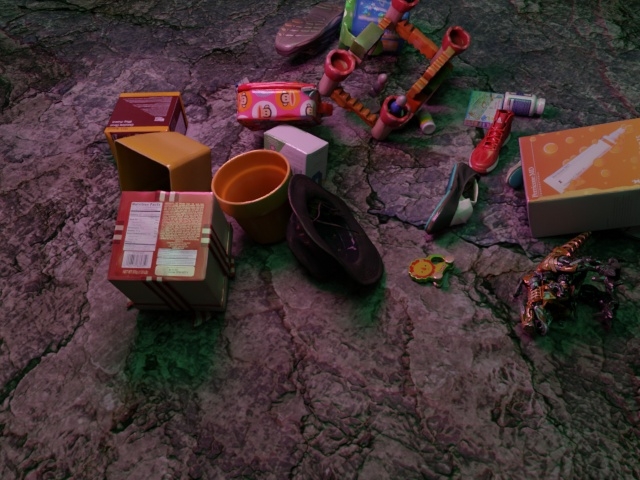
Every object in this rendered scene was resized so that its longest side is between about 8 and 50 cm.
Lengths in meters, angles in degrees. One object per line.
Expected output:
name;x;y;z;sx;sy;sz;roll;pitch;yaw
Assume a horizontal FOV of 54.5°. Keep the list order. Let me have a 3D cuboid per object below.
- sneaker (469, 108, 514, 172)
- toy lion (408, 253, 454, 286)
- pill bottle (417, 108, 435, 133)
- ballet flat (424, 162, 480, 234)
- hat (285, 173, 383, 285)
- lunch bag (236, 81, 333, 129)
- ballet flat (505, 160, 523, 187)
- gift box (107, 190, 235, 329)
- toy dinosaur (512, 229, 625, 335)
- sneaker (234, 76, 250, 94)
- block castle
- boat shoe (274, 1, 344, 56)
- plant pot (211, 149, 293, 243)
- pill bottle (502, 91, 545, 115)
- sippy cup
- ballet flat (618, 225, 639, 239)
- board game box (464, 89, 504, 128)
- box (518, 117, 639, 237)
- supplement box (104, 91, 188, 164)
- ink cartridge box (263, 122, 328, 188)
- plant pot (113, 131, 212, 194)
sneaker;0.495;-0.302;1.797;0.087;0.128;0.221;19;52;19
toy lion;0.273;0.069;1.554;0.096;0.034;0.100;22;53;31
pill bottle;0.326;-0.370;1.926;0.043;0.043;0.083;-8;48;-3
ballet flat;0.367;-0.108;1.664;0.096;0.095;0.280;25;54;9
hat;0.000;0.000;1.542;0.134;0.331;0.331;-39;45;22
lunch bag;-0.094;-0.375;1.762;0.258;0.120;0.293;0;5;2
ballet flat;0.566;-0.197;1.761;0.168;0.057;0.052;-32;26;-27
gift box;-0.352;0.053;1.469;0.255;0.258;0.276;5;69;6
toy dinosaur;0.576;0.089;1.444;0.218;0.164;0.321;12;71;35
sneaker;-0.252;-0.492;2.079;0.058;0.052;0.135;-24;43;-4
block castle;0.235;-0.553;1.892;0.303;0.213;0.453;40;64;-1
boat shoe;-0.030;-0.721;2.207;0.132;0.130;0.355;29;51;22
plant pot;-0.155;-0.099;1.613;0.205;0.188;0.205;-9;45;9
pill bottle;0.632;-0.423;1.935;0.120;0.067;0.067;10;50;13
sippy cup;0.189;-0.758;2.175;0.224;0.240;0.305;10;81;0
ballet flat;0.867;-0.025;1.559;0.222;0.079;0.077;25;56;24
board game box;0.517;-0.413;1.962;0.104;0.026;0.154;11;50;14
box;0.690;-0.156;1.557;0.346;0.168;0.214;-8;56;18
supplement box;-0.528;-0.344;1.907;0.192;0.129;0.194;-1;48;3
ink cartridge box;-0.070;-0.186;1.675;0.154;0.212;0.093;29;44;27
plant pot;-0.417;-0.186;1.723;0.212;0.212;0.187;26;43;24
